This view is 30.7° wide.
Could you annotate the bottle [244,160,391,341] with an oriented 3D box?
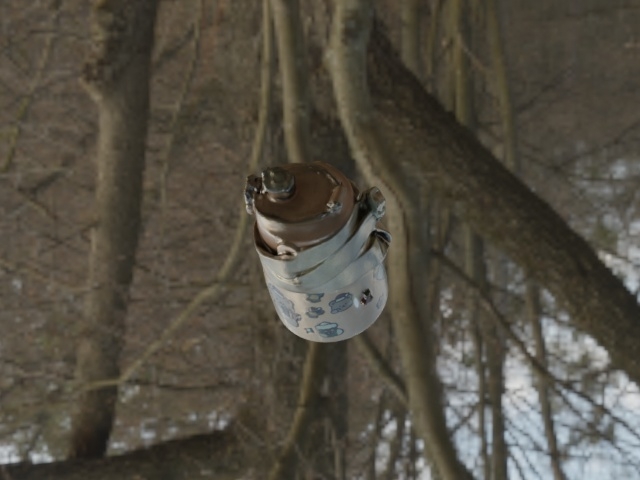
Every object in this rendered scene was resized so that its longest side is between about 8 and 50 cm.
[{"bbox_3d":[-0.001,0.001,0.841,0.098,0.152,0.099,-5,-127,7],"label":"bottle"}]
